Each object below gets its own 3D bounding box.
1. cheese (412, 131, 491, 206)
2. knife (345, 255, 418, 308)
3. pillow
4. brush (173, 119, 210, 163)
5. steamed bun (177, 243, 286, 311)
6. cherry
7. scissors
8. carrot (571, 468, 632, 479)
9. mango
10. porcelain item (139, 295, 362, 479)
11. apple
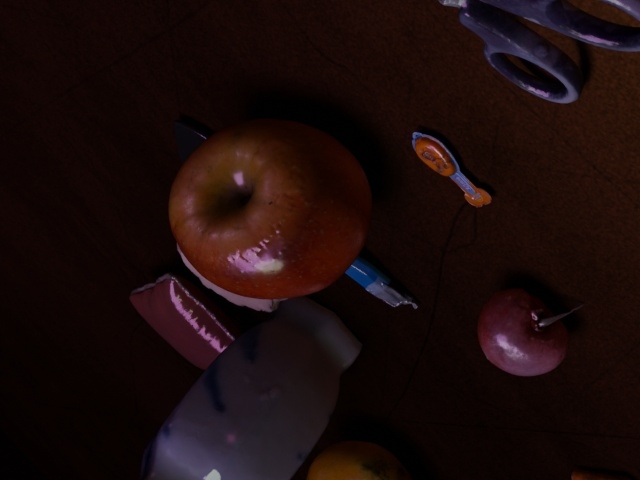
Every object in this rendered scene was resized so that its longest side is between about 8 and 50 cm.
[{"bbox_3d":[0.138,-0.076,1.560,0.111,0.017,0.047,43,155,-10],"label":"cheese"},{"bbox_3d":[0.001,-0.002,1.804,0.296,0.026,0.044,38,157,-16],"label":"knife"},{"bbox_3d":[-0.191,0.119,2.196,0.179,0.075,0.171,45,152,-13],"label":"pillow"},{"bbox_3d":[-0.155,-0.089,1.899,0.063,0.016,0.193,30,151,18],"label":"brush"},{"bbox_3d":[-0.095,0.006,1.875,0.183,0.106,0.183,28,154,15],"label":"steamed bun"},{"bbox_3d":[0.228,0.111,1.658,0.106,0.087,0.126,34,150,19],"label":"cherry"},{"bbox_3d":[0.088,-0.232,1.233,0.383,0.029,0.256,28,167,-8],"label":"scissors"},{"bbox_3d":[0.360,0.310,1.867,0.093,0.032,0.032,5,138,52],"label":"carrot"},{"bbox_3d":[0.076,0.423,2.241,0.211,0.173,0.317,18,140,34],"label":"mango"},{"bbox_3d":[-0.115,0.267,1.971,0.178,0.405,0.242,40,153,1],"label":"porcelain item"},{"bbox_3d":[-0.053,-0.033,1.666,0.235,0.210,0.173,29,180,36],"label":"apple"}]
